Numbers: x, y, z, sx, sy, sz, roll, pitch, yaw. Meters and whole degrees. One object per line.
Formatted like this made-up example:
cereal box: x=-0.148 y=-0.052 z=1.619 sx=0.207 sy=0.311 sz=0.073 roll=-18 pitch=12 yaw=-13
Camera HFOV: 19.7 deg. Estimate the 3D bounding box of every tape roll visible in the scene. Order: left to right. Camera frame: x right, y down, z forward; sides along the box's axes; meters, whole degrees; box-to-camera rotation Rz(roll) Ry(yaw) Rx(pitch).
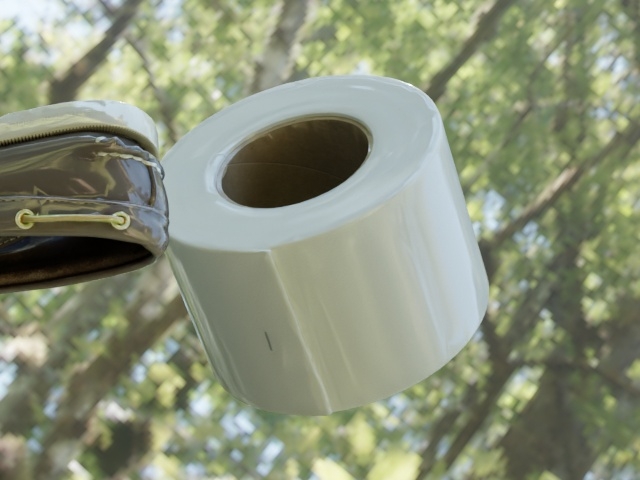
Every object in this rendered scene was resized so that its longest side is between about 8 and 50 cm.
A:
tape roll: x=0.000 y=0.000 z=1.488 sx=0.246 sy=0.246 sz=0.169 roll=8 pitch=-48 yaw=35

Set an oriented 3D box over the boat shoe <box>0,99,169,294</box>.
boat shoe: x=-0.254 y=0.001 z=1.148 sx=0.324 sy=0.096 sz=0.116 roll=-13 pitch=-29 yaw=0
